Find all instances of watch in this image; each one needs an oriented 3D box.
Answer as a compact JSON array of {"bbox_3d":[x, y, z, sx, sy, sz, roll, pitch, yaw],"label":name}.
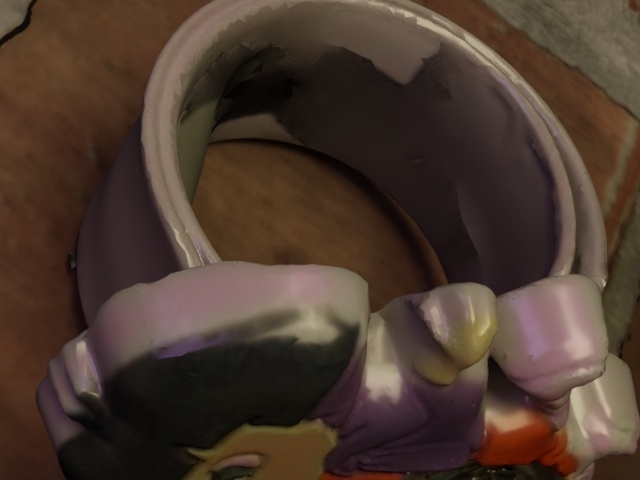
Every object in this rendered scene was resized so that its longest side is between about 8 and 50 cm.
[{"bbox_3d":[0.000,0.000,0.599,0.244,0.196,0.231,5,58,-27],"label":"watch"}]
